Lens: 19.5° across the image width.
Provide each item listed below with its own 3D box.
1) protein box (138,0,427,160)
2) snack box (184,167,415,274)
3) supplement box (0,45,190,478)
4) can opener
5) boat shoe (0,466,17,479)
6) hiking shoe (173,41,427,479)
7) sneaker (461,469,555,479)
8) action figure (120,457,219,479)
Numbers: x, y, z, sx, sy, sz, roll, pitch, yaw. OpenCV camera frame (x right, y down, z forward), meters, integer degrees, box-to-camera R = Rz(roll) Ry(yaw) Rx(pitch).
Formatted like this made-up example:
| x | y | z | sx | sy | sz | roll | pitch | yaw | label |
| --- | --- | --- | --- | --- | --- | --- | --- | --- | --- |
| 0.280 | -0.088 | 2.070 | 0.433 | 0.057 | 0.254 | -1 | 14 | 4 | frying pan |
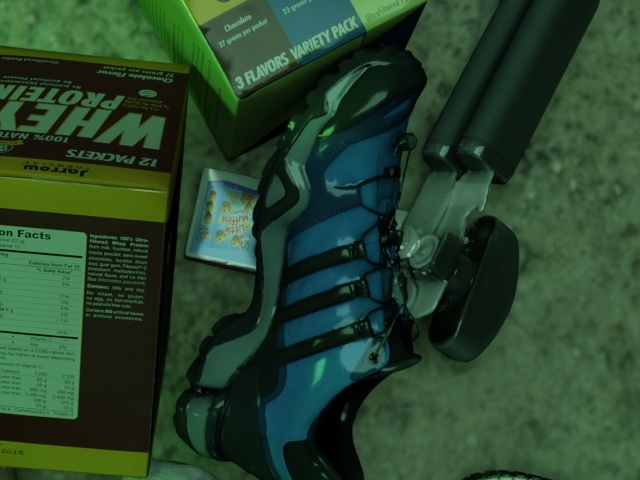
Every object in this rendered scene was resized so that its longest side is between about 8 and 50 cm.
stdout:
| x | y | z | sx | sy | sz | roll | pitch | yaw | label |
| --- | --- | --- | --- | --- | --- | --- | --- | --- | --- |
| -0.047 | -0.186 | 1.211 | 0.136 | 0.200 | 0.201 | -29 | 85 | -8 | protein box |
| 0.000 | 0.000 | 1.278 | 0.178 | 0.022 | 0.064 | 12 | 81 | -2 | snack box |
| -0.155 | 0.008 | 1.146 | 0.129 | 0.191 | 0.194 | 5 | 117 | -3 | supplement box |
| 0.115 | -0.056 | 1.264 | 0.093 | 0.074 | 0.280 | 33 | 73 | -32 | can opener |
| -0.341 | 0.082 | 1.196 | 0.341 | 0.121 | 0.110 | 23 | 82 | 1 | boat shoe |
| 0.021 | 0.025 | 1.188 | 0.132 | 0.113 | 0.304 | 28 | 111 | 20 | hiking shoe |
| 0.163 | 0.200 | 1.243 | 0.162 | 0.063 | 0.073 | 19 | 85 | -1 | sneaker |
| -0.095 | 0.302 | 1.196 | 0.341 | 0.178 | 0.330 | -17 | 76 | 24 | action figure |
